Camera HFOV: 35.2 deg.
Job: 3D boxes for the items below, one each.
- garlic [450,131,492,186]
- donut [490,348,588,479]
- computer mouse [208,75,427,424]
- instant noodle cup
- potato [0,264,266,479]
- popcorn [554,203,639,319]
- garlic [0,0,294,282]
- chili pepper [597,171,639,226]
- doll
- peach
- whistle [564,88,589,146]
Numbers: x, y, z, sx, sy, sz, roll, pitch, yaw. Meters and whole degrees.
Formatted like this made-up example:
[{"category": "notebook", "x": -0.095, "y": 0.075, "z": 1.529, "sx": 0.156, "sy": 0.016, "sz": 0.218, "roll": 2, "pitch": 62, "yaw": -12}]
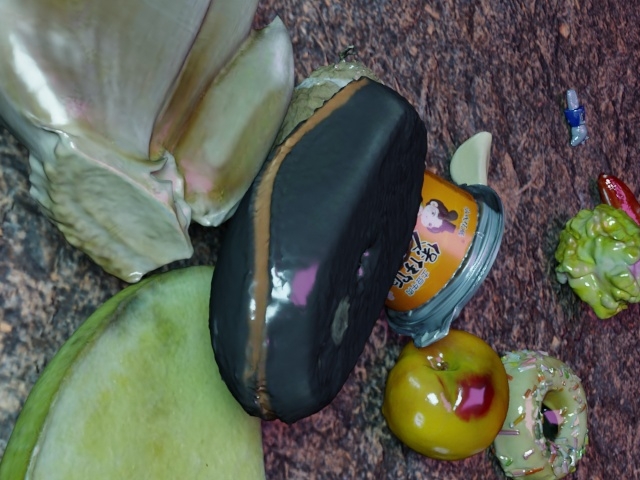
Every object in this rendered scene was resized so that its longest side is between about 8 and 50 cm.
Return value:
[{"category": "garlic", "x": 0.182, "y": -0.087, "z": 1.208, "sx": 0.041, "sy": 0.053, "sz": 0.083, "roll": 29, "pitch": 54, "yaw": -37}, {"category": "donut", "x": 0.270, "y": 0.215, "z": 1.234, "sx": 0.174, "sy": 0.068, "sz": 0.174, "roll": 11, "pitch": 75, "yaw": -46}, {"category": "computer mouse", "x": -0.005, "y": -0.001, "z": 0.811, "sx": 0.323, "sy": 0.116, "sz": 0.183, "roll": -60, "pitch": 157, "yaw": -43}, {"category": "instant noodle cup", "x": 0.081, "y": -0.010, "z": 1.019, "sx": 0.125, "sy": 0.177, "sz": 0.208, "roll": 33, "pitch": 29, "yaw": -22}, {"category": "potato", "x": -0.124, "y": 0.145, "z": 0.810, "sx": 0.269, "sy": 0.112, "sz": 0.255, "roll": 42, "pitch": 48, "yaw": -36}, {"category": "popcorn", "x": 0.382, "y": 0.026, "z": 1.351, "sx": 0.145, "sy": 0.126, "sz": 0.126, "roll": 54, "pitch": 27, "yaw": 12}, {"category": "garlic", "x": -0.154, "y": -0.144, "z": 0.802, "sx": 0.279, "sy": 0.132, "sz": 0.325, "roll": 37, "pitch": 47, "yaw": -33}, {"category": "chili pepper", "x": 0.445, "y": -0.026, "z": 1.473, "sx": 0.169, "sy": 0.065, "sz": 0.088, "roll": 62, "pitch": 30, "yaw": -11}, {"category": "doll", "x": -0.005, "y": -0.084, "z": 0.977, "sx": 0.221, "sy": 0.105, "sz": 0.115, "roll": -64, "pitch": 152, "yaw": -26}, {"category": "peach", "x": 0.134, "y": 0.167, "z": 1.062, "sx": 0.138, "sy": 0.138, "sz": 0.138, "roll": 11, "pitch": 75, "yaw": -45}, {"category": "whistle", "x": 0.361, "y": -0.174, "z": 1.433, "sx": 0.033, "sy": 0.029, "sz": 0.083, "roll": -26, "pitch": 109, "yaw": -30}]
